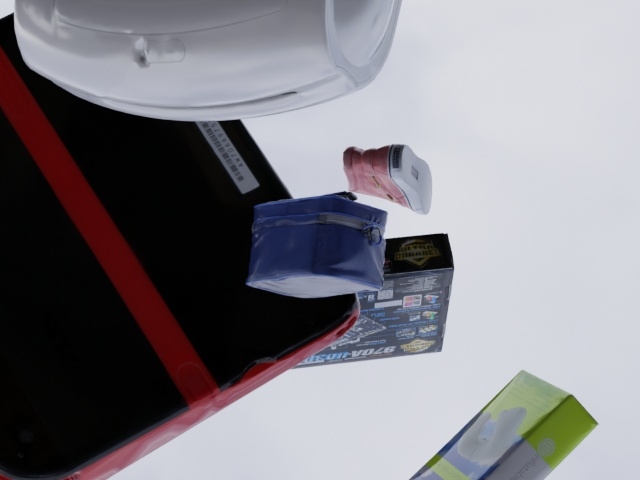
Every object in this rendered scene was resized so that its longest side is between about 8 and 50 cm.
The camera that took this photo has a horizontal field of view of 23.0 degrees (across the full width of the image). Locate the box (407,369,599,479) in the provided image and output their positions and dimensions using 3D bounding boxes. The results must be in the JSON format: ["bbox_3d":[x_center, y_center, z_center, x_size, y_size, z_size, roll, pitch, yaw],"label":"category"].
[{"bbox_3d":[0.131,0.187,1.265,0.178,0.042,0.109,-43,-165,-7],"label":"box"}]

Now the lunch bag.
[{"bbox_3d":[0.000,0.000,1.066,0.098,0.065,0.067,-8,164,42],"label":"lunch bag"}]

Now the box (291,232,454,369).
[{"bbox_3d":[0.029,0.070,1.702,0.220,0.175,0.051,-6,-124,-5],"label":"box"}]

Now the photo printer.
[{"bbox_3d":[-0.055,-0.223,0.991,0.256,0.107,0.307,4,-106,30],"label":"photo printer"}]

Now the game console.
[{"bbox_3d":[-0.203,-0.011,1.289,0.342,0.060,0.386,-29,-102,-21],"label":"game console"}]

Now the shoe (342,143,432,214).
[{"bbox_3d":[0.086,-0.079,1.985,0.081,0.178,0.063,2,-105,19],"label":"shoe"}]
